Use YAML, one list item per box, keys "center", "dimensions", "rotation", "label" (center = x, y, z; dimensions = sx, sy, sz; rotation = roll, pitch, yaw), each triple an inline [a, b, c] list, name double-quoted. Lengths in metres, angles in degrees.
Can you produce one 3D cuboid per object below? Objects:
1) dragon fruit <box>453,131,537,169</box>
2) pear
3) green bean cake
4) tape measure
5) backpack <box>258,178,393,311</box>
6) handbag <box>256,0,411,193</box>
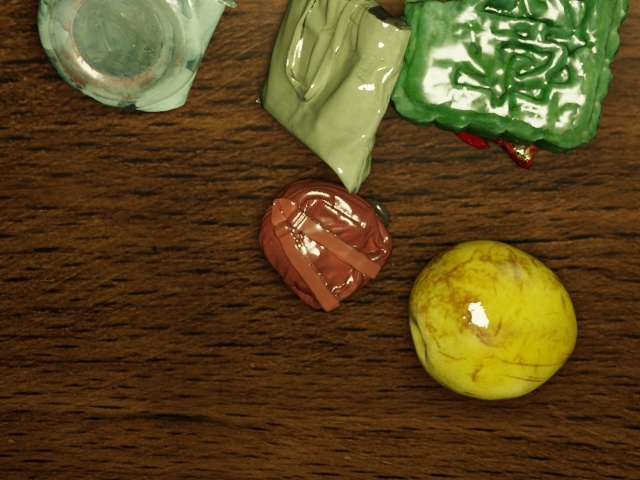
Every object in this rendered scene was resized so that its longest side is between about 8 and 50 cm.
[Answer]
- center: [0.268, -0.176, 1.490]
  dimensions: [0.192, 0.092, 0.122]
  rotation: [43, 114, -15]
  label: "dragon fruit"
- center: [0.282, 0.133, 1.561]
  dimensions: [0.281, 0.280, 0.280]
  rotation: [3, 118, 5]
  label: "pear"
- center: [0.267, -0.295, 1.339]
  dimensions: [0.308, 0.169, 0.300]
  rotation: [12, 93, 5]
  label: "green bean cake"
- center: [-0.291, -0.334, 1.449]
  dimensions: [0.275, 0.147, 0.256]
  rotation: [24, 120, -10]
  label: "tape measure"
- center: [0.000, -0.001, 1.587]
  dimensions: [0.229, 0.139, 0.229]
  rotation: [2, 119, 4]
  label: "backpack"
- center: [0.015, -0.252, 1.385]
  dimensions: [0.109, 0.316, 0.253]
  rotation: [3, 119, -31]
  label: "handbag"
